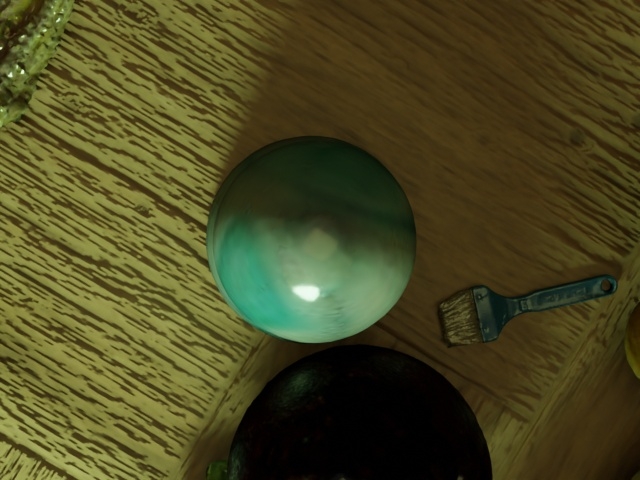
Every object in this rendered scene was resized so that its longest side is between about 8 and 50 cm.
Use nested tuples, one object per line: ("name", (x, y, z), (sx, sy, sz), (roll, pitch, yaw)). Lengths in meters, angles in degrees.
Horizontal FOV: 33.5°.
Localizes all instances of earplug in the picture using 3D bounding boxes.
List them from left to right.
("earplug", (0.000, 0.000, 0.783), (0.185, 0.324, 0.184), (0, 90, -3))

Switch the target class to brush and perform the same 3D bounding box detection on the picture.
("brush", (0.186, 0.056, 0.950), (0.164, 0.014, 0.051), (-12, 93, -3))

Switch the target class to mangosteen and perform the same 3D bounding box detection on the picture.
("mangosteen", (-0.005, 0.202, 0.861), (0.289, 0.231, 0.231), (-6, 92, 31))

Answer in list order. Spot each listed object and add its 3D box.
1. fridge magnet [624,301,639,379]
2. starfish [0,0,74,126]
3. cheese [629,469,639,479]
("fridge magnet", (0.332, 0.091, 0.904), (0.143, 0.063, 0.143), (-6, 48, 7))
("starfish", (-0.351, -0.123, 0.848), (0.384, 0.132, 0.398), (33, 80, -11))
("cheese", (0.378, 0.266, 0.914), (0.316, 0.128, 0.259), (-27, 84, -8))
